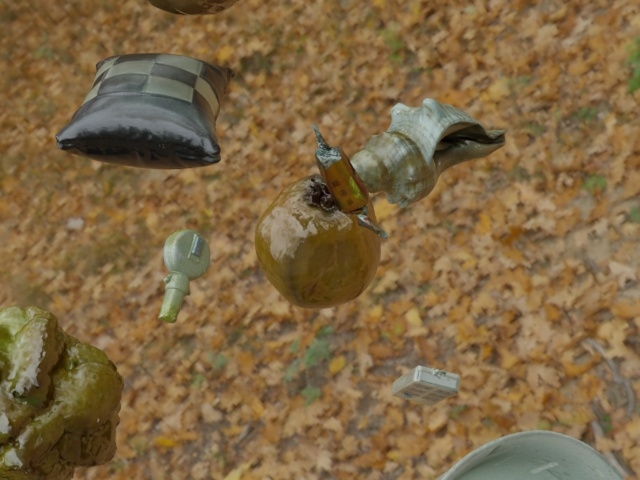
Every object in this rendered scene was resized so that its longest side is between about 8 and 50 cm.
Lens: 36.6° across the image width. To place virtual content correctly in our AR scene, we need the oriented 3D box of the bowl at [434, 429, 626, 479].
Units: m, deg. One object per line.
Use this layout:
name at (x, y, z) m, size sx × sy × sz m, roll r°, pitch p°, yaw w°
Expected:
bowl at (0.218, 0.459, 1.260) m, size 0.435 × 0.435 × 0.196 m, roll -53°, pitch 19°, yaw -24°

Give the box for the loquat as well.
loquat at (0.000, 0.000, 1.469) m, size 0.187 × 0.234 × 0.176 m, roll -24°, pitch 42°, yaw -22°

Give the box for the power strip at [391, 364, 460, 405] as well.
power strip at (0.182, 0.255, 1.694) m, size 0.192 × 0.081 × 0.035 m, roll 120°, pitch 163°, yaw -70°

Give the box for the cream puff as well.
cream puff at (-0.332, 0.192, 1.037) m, size 0.196 × 0.244 × 0.244 m, roll -10°, pitch 40°, yaw 43°

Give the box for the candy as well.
candy at (0.030, -0.073, 1.249) m, size 0.046 × 0.182 × 0.053 m, roll -28°, pitch 23°, yaw 11°

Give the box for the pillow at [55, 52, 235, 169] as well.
pillow at (-0.202, -0.161, 1.174) m, size 0.186 × 0.106 × 0.250 m, roll 5°, pitch 31°, yaw -2°

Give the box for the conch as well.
conch at (0.189, -0.183, 1.808) m, size 0.386 × 0.169 × 0.203 m, roll -32°, pitch -19°, yaw -32°

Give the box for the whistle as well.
whistle at (-0.272, 0.069, 1.906) m, size 0.057 × 0.104 × 0.198 m, roll -13°, pitch 52°, yaw 38°

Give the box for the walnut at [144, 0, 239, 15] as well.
walnut at (-0.150, -0.373, 1.119) m, size 0.228 × 0.228 × 0.228 m, roll -28°, pitch 31°, yaw 19°
